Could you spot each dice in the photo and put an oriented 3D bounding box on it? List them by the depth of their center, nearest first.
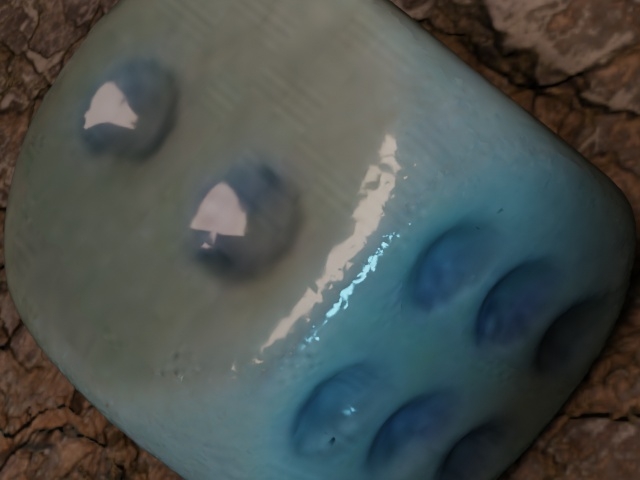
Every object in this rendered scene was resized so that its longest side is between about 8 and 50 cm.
[{"bbox_3d":[0.000,0.000,0.887,0.265,0.268,0.262,-52,51,6],"label":"dice"}]
